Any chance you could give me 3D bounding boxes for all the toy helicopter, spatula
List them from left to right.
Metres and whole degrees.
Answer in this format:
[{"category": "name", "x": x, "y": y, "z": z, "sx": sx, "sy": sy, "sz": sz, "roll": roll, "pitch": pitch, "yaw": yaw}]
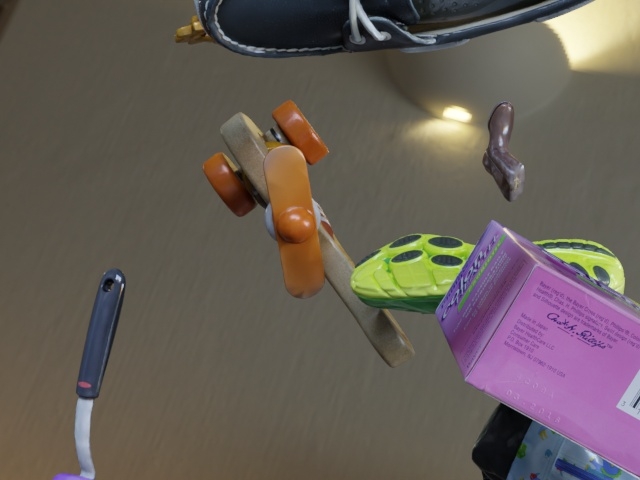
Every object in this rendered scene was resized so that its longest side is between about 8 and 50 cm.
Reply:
[{"category": "spatula", "x": -0.223, "y": 0.173, "z": 1.055, "sx": 0.084, "sy": 0.297, "sz": 0.030, "roll": 8, "pitch": -2, "yaw": 28}, {"category": "toy helicopter", "x": 0.000, "y": 0.000, "z": 1.285, "sx": 0.355, "sy": 0.140, "sz": 0.235, "roll": 54, "pitch": 3, "yaw": -3}]

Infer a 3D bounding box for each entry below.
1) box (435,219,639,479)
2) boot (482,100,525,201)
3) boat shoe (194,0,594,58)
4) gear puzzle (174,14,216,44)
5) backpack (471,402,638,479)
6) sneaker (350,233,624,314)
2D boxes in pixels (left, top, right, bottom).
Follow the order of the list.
[{"category": "box", "x": 0.235, "y": 0.098, "z": 1.001, "sx": 0.213, "sy": 0.117, "sz": 0.243, "roll": 30, "pitch": 7, "yaw": -4}, {"category": "boot", "x": 0.251, "y": -0.119, "z": 1.464, "sx": 0.037, "sy": 0.114, "sz": 0.106, "roll": 2, "pitch": -63, "yaw": -9}, {"category": "boat shoe", "x": 0.058, "y": -0.182, "z": 0.743, "sx": 0.302, "sy": 0.091, "sz": 0.114, "roll": -16, "pitch": -57, "yaw": 8}, {"category": "gear puzzle", "x": 0.012, "y": -0.253, "z": 1.141, "sx": 0.338, "sy": 0.044, "sz": 0.175, "roll": -13, "pitch": 0, "yaw": 1}, {"category": "backpack", "x": 0.411, "y": 0.290, "z": 1.323, "sx": 0.355, "sy": 0.273, "sz": 0.290, "roll": 38, "pitch": 6, "yaw": 34}, {"category": "sneaker", "x": 0.175, "y": 0.066, "z": 1.190, "sx": 0.295, "sy": 0.109, "sz": 0.124, "roll": 3, "pitch": -57, "yaw": 13}]
